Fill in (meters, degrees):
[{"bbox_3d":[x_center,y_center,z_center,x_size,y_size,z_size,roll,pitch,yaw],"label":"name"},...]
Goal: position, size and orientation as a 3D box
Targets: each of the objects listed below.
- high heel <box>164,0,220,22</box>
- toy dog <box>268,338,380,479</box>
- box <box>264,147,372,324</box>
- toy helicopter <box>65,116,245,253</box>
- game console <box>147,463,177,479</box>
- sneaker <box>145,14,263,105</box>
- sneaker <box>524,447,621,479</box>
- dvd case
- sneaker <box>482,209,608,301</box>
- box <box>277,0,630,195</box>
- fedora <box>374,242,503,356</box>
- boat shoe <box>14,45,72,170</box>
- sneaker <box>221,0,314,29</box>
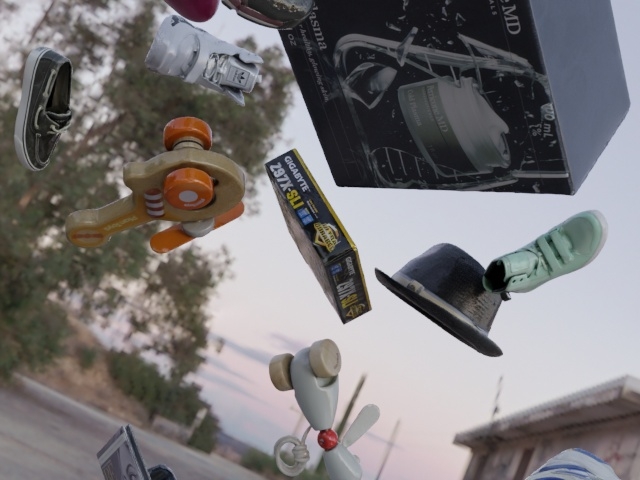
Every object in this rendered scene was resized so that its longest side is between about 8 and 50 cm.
[{"bbox_3d":[-0.213,-0.418,1.558,0.377,0.127,0.181,63,3,-59],"label":"high heel"},{"bbox_3d":[0.017,0.356,2.273,0.220,0.334,0.161,6,19,29],"label":"toy dog"},{"bbox_3d":[0.000,0.000,2.097,0.257,0.079,0.322,61,-5,26],"label":"box"},{"bbox_3d":[-0.291,-0.059,1.843,0.355,0.140,0.235,-20,-35,20],"label":"toy helicopter"},{"bbox_3d":[-0.372,0.499,1.649,0.213,0.361,0.044,47,-9,46],"label":"game console"},{"bbox_3d":[-0.254,-0.410,2.378,0.210,0.137,0.366,25,11,5],"label":"sneaker"},{"bbox_3d":[0.422,0.401,1.490,0.131,0.112,0.296,-16,17,-35],"label":"sneaker"},{"bbox_3d":[-0.274,0.400,1.553,0.018,0.221,0.164,-14,-18,-31],"label":"dvd case"},{"bbox_3d":[0.424,0.033,1.980,0.151,0.094,0.256,-6,-28,-47],"label":"sneaker"},{"bbox_3d":[0.207,-0.350,1.718,0.471,0.297,0.480,3,-52,36],"label":"box"},{"bbox_3d":[0.276,0.104,2.177,0.334,0.153,0.334,36,-2,2],"label":"fedora"},{"bbox_3d":[-0.450,-0.206,1.710,0.070,0.077,0.219,26,-57,21],"label":"boat shoe"},{"bbox_3d":[-0.096,-0.372,1.197,0.281,0.106,0.162,41,-27,-14],"label":"sneaker"}]
